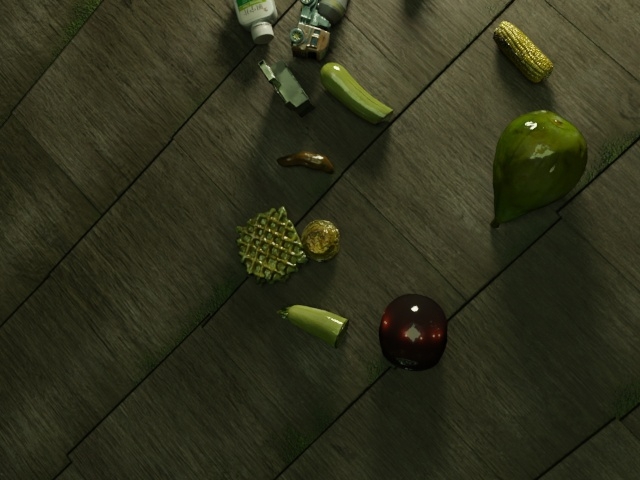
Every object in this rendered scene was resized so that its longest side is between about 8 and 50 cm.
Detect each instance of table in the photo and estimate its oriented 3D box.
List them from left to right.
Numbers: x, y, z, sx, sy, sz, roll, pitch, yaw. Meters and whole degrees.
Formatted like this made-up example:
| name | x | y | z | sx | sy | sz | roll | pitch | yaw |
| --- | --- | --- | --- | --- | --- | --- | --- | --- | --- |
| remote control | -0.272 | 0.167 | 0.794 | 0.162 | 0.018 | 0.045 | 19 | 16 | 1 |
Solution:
| name | x | y | z | sx | sy | sz | roll | pitch | yaw |
| --- | --- | --- | --- | --- | --- | --- | --- | --- | --- |
| table | -0.095 | -0.448 | 1.568 | 0.062 | 0.175 | 0.146 | -34 | 83 | 11 |

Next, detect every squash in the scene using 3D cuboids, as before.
| name | x | y | z | sx | sy | sz | roll | pitch | yaw |
| --- | --- | --- | --- | --- | --- | --- | --- | --- | --- |
| squash | -0.030 | 0.243 | 1.605 | 0.224 | 0.094 | 0.094 | 17 | 93 | 19 |
| squash | 0.098 | -0.427 | 1.576 | 0.250 | 0.083 | 0.083 | 41 | 98 | 7 |

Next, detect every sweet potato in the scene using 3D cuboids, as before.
| name | x | y | z | sx | sy | sz | roll | pitch | yaw |
| --- | --- | --- | --- | --- | --- | --- | --- | --- | --- |
| sweet potato | -0.047 | -0.240 | 1.620 | 0.182 | 0.054 | 0.053 | 10 | 83 | 15 |

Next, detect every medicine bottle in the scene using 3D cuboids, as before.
| name | x | y | z | sx | sy | sz | roll | pitch | yaw |
| --- | --- | --- | --- | --- | --- | --- | --- | --- | --- |
| medicine bottle | -0.196 | -0.700 | 1.648 | 0.119 | 0.069 | 0.183 | -16 | 88 | 10 |

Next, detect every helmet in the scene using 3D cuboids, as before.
| name | x | y | z | sx | sy | sz | roll | pitch | yaw |
| --- | --- | --- | --- | --- | --- | --- | --- | --- | --- |
| helmet | 0.257 | 0.252 | 1.494 | 0.189 | 0.193 | 0.216 | 9 | 62 | 14 |

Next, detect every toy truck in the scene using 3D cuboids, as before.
| name | x | y | z | sx | sy | sz | roll | pitch | yaw |
| --- | --- | --- | --- | --- | --- | --- | --- | --- | --- |
| toy truck | 0.002 | -0.661 | 1.588 | 0.140 | 0.108 | 0.257 | 15 | 90 | -1 |

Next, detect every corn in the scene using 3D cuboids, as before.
| name | x | y | z | sx | sy | sz | roll | pitch | yaw |
| --- | --- | --- | --- | --- | --- | --- | --- | --- | --- |
| corn | 0.554 | -0.517 | 1.480 | 0.072 | 0.072 | 0.203 | -40 | 80 | 10 |

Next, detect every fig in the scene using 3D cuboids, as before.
| name | x | y | z | sx | sy | sz | roll | pitch | yaw |
| --- | --- | --- | --- | --- | --- | --- | --- | --- | --- |
| fig | 0.575 | -0.178 | 1.425 | 0.233 | 0.233 | 0.314 | 0 | 117 | 13 |

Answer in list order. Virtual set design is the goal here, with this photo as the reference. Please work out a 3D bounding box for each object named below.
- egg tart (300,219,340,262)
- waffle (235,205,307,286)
| name | x | y | z | sx | sy | sz | roll | pitch | yaw |
| --- | --- | --- | --- | --- | --- | --- | --- | --- | --- |
| egg tart | 0.000 | 0.000 | 1.609 | 0.130 | 0.052 | 0.130 | -1 | 87 | 14 |
| waffle | -0.156 | 0.025 | 1.642 | 0.204 | 0.054 | 0.223 | -26 | 82 | 11 |
